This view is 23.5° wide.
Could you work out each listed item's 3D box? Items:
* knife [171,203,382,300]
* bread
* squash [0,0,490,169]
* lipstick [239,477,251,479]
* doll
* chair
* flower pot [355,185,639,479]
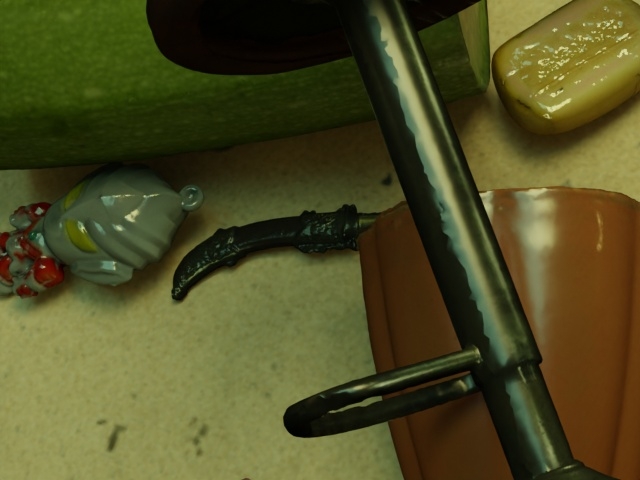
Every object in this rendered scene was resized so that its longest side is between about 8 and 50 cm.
[{"bbox_3d":[-0.001,-0.005,1.057,0.222,0.021,0.045,-15,61,13],"label":"knife"},{"bbox_3d":[0.173,-0.115,1.039,0.115,0.056,0.082,-36,65,-8],"label":"bread"},{"bbox_3d":[-0.091,-0.188,1.037,0.385,0.263,0.263,-9,63,12],"label":"squash"},{"bbox_3d":[-0.147,0.203,0.985,0.234,0.053,0.053,-23,61,3],"label":"lipstick"},{"bbox_3d":[-0.163,-0.005,1.079,0.180,0.079,0.094,-17,62,21],"label":"doll"},{"bbox_3d":[0.058,-0.032,0.738,0.227,0.226,0.400,-19,78,7],"label":"chair"},{"bbox_3d":[0.117,0.073,0.905,0.191,0.190,0.173,-6,73,14],"label":"flower pot"}]
